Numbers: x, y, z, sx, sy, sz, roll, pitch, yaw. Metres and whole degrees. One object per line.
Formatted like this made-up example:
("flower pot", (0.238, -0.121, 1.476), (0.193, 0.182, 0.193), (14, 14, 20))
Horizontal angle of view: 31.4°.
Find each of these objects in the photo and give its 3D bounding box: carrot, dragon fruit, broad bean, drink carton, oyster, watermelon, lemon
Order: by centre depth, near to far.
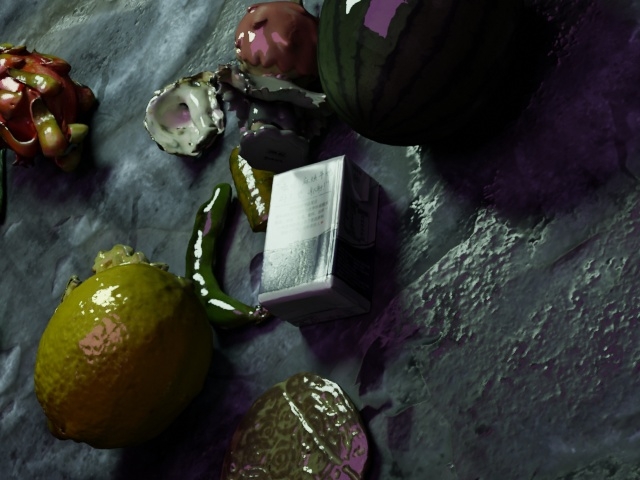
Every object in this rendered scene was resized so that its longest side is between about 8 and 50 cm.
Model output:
("watermelon", (0.143, -0.306, 1.594), (0.279, 0.279, 0.359), (5, 70, 41))
("drink carton", (-0.001, 0.000, 1.656), (0.134, 0.102, 0.222), (-15, 56, 35))
("lemon", (-0.295, 0.177, 1.691), (0.320, 0.245, 0.245), (-51, 45, 7))
("carrot", (-0.093, -0.081, 1.795), (0.082, 0.082, 0.173), (-33, 53, 20))
("broad bean", (-0.156, 0.040, 1.802), (0.144, 0.049, 0.292), (-35, 50, 11))
("oyster", (-0.230, -0.221, 2.008), (0.163, 0.081, 0.191), (32, 71, 22))
("dragon fruit", (-0.560, -0.245, 2.185), (0.307, 0.243, 0.227), (-99, 17, -57))

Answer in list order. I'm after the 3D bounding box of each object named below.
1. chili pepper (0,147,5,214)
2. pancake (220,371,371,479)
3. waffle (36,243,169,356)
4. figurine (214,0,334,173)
("chili pepper", (-0.668, -0.133, 2.323), (0.088, 0.059, 0.226), (-19, 50, 25))
("pancake", (-0.041, 0.299, 1.559), (0.250, 0.031, 0.250), (-20, 54, 29))
("waffle", (-0.365, 0.128, 1.913), (0.250, 0.056, 0.261), (5, 67, 41))
("figurine", (-0.071, -0.278, 1.841), (0.166, 0.207, 0.386), (114, 161, -48))
